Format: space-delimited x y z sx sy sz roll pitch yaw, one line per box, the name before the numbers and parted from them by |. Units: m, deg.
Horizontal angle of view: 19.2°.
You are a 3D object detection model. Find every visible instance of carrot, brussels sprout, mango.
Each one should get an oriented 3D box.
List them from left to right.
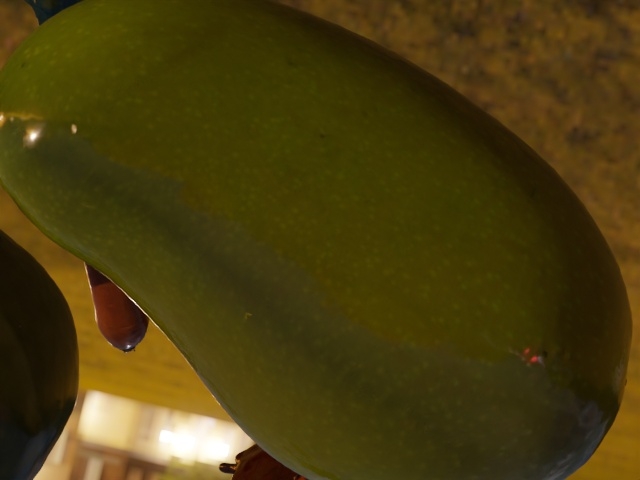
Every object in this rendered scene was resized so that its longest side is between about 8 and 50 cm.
brussels sprout | -0.277 0.087 1.053 0.271 0.210 0.219 -18 -154 18
carrot | -0.226 0.000 1.948 0.062 0.271 0.066 -9 -153 10
mango | 0.000 0.000 0.778 0.293 0.175 0.143 33 151 -13

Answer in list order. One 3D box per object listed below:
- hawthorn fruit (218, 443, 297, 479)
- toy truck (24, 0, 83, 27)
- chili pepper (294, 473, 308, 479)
hawthorn fruit | -0.020 0.284 1.828 0.248 0.208 0.208 43 -169 31
toy truck | -0.168 -0.234 1.457 0.155 0.156 0.279 -4 -160 -9
chili pepper | 0.040 0.164 1.058 0.050 0.059 0.268 41 172 47
